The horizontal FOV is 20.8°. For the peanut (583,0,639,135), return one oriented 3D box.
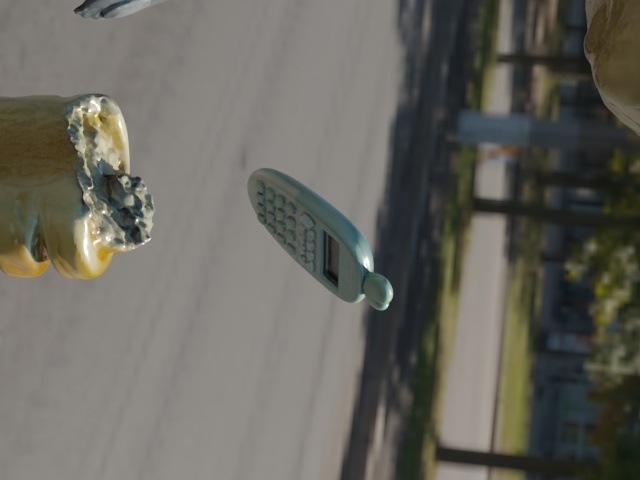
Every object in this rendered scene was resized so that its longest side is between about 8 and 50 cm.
[{"bbox_3d":[0.156,-0.110,0.676,0.159,0.109,0.140,-64,156,-25],"label":"peanut"}]

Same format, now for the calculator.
[{"bbox_3d":[0.000,0.000,1.331,0.021,0.153,0.095,-42,156,-24],"label":"calculator"}]

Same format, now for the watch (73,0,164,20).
[{"bbox_3d":[-0.088,-0.225,0.925,0.193,0.206,0.068,69,-19,4],"label":"watch"}]

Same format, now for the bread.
[{"bbox_3d":[-0.185,-0.032,1.034,0.084,0.177,0.119,85,10,-50],"label":"bread"}]
